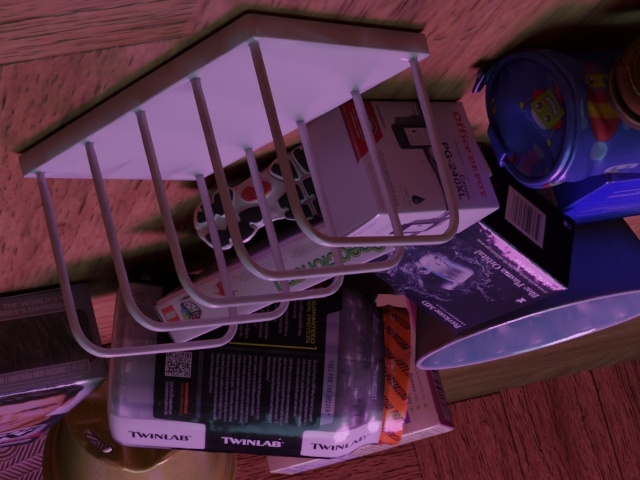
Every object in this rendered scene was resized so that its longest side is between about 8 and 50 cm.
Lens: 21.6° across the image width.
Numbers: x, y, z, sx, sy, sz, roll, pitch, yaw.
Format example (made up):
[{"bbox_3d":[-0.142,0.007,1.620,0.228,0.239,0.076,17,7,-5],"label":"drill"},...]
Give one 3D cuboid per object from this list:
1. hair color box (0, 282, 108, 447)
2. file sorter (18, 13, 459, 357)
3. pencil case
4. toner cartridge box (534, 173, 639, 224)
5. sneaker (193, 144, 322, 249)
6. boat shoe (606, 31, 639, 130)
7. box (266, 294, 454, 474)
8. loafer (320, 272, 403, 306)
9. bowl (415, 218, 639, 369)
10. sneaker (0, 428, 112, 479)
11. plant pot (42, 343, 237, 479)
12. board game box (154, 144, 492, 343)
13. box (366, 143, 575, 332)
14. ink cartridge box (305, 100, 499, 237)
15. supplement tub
[{"bbox_3d":[-0.387,0.162,1.918,0.185,0.113,0.374,-9,166,-25],"label":"hair color box"},{"bbox_3d":[-0.058,-0.034,1.287,0.278,0.173,0.193,-26,164,40],"label":"file sorter"},{"bbox_3d":[0.278,-0.111,1.460,0.306,0.119,0.133,-6,163,-34],"label":"pencil case"},{"bbox_3d":[0.397,-0.088,1.814,0.348,0.075,0.165,-8,167,-28],"label":"toner cartridge box"},{"bbox_3d":[-0.038,-0.050,1.542,0.170,0.068,0.071,-19,-166,9],"label":"sneaker"},{"bbox_3d":[0.374,-0.180,1.333,0.307,0.110,0.104,-23,165,-10],"label":"boat shoe"},{"bbox_3d":[0.033,0.184,2.272,0.243,0.213,0.117,-17,167,10],"label":"box"},{"bbox_3d":[0.017,0.056,1.921,0.251,0.087,0.094,-17,177,33],"label":"loafer"},{"bbox_3d":[0.240,0.031,1.951,0.312,0.163,0.311,-14,168,-3],"label":"bowl"},{"bbox_3d":[-0.390,0.314,2.554,0.350,0.131,0.148,-15,163,0],"label":"sneaker"},{"bbox_3d":[-0.248,0.263,2.272,0.276,0.276,0.254,-13,157,-10],"label":"plant pot"},{"bbox_3d":[0.000,0.000,1.635,0.305,0.053,0.193,-25,-173,41],"label":"board game box"},{"bbox_3d":[0.152,0.002,1.726,0.156,0.093,0.158,36,138,-29],"label":"box"},{"bbox_3d":[0.071,-0.062,1.457,0.150,0.109,0.063,-4,160,-41],"label":"ink cartridge box"},{"bbox_3d":[-0.066,0.137,1.817,0.316,0.193,0.193,4,167,-2],"label":"supplement tub"}]
